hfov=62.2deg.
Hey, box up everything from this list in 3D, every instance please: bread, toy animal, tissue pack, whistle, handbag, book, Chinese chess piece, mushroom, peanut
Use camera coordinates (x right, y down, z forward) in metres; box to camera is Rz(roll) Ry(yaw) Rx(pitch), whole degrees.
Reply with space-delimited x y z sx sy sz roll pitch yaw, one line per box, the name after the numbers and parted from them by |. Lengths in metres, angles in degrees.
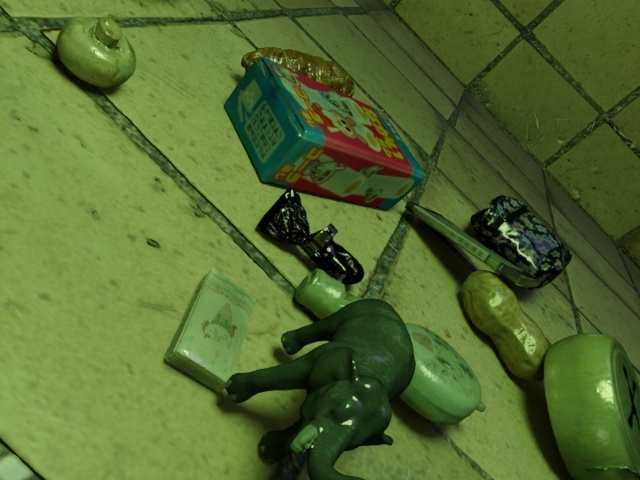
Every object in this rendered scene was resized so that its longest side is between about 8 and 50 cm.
-0.026 -0.251 0.872 0.233 0.105 0.076 4 44 -42 | bread
0.003 0.120 0.411 0.082 0.137 0.269 65 20 -6 | toy animal
-0.092 0.075 0.466 0.056 0.023 0.108 37 31 -19 | tissue pack
0.083 0.123 0.598 0.258 0.067 0.126 37 17 -9 | whistle
0.415 0.002 1.113 0.207 0.126 0.229 50 29 18 | handbag
0.266 0.009 0.932 0.231 0.026 0.157 39 15 30 | book
0.406 0.252 0.766 0.238 0.092 0.237 28 54 -46 | Chinese chess piece
-0.240 -0.206 0.575 0.084 0.067 0.083 35 36 -30 | mushroom
0.292 0.134 0.838 0.192 0.089 0.089 54 30 15 | peanut

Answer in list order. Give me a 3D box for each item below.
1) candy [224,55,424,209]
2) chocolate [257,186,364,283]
0.019 -0.150 0.814 0.306 0.100 0.157 6 48 -48 | candy
-0.001 0.002 0.637 0.147 0.070 0.072 34 36 -13 | chocolate
